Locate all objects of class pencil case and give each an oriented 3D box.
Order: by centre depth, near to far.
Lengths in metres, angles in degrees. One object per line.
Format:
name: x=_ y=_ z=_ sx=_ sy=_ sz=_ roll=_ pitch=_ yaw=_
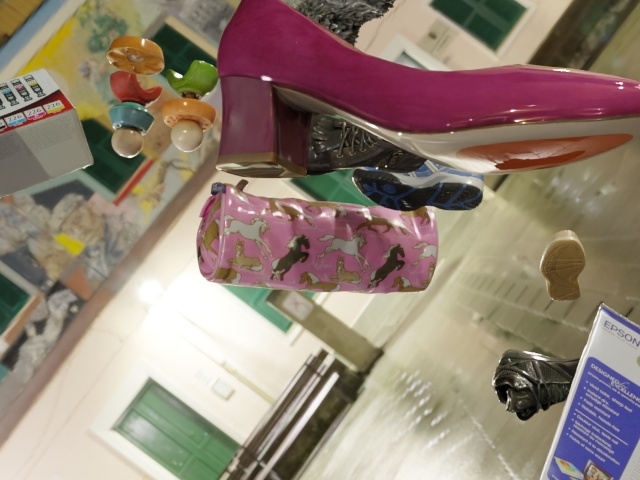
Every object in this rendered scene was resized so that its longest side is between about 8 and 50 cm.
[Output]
pencil case: x=0.000 y=0.000 z=1.149 sx=0.160 sy=0.386 sz=0.167 roll=-176 pitch=92 yaw=-71

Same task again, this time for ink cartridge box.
ink cartridge box: x=0.343 y=0.226 z=0.754 sx=0.069 sy=0.176 sz=0.371 roll=-33 pitch=-40 yaw=-28
ink cartridge box: x=-0.633 y=-0.199 z=1.344 sx=0.309 sy=0.272 sz=0.130 roll=-26 pitch=-46 yaw=-22

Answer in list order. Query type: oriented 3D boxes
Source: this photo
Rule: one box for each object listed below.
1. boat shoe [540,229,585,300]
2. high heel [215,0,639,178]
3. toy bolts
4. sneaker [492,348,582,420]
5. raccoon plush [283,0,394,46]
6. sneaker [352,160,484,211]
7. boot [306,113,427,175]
boat shoe: x=0.351 y=0.028 z=1.039 sx=0.170 sy=0.063 sz=0.059 roll=66 pitch=-154 yaw=-55
high heel: x=0.076 y=-0.150 z=0.577 sx=0.127 sy=0.377 sz=0.181 roll=25 pitch=-112 yaw=-66
toy bolts: x=-0.330 y=-0.249 z=1.327 sx=0.228 sy=0.218 sz=0.158 roll=-8 pitch=72 yaw=40
sneaker: x=0.394 y=0.253 z=1.198 sx=0.130 sy=0.227 sz=0.087 roll=-44 pitch=-52 yaw=-45
raccoon plush: x=0.064 y=-0.383 z=1.099 sx=0.446 sy=0.216 sz=0.299 roll=42 pitch=114 yaw=61
sneaker: x=0.153 y=-0.096 z=1.107 sx=0.080 sy=0.211 sz=0.081 roll=66 pitch=-142 yaw=-52
boot: x=0.064 y=-0.142 z=0.910 sx=0.229 sy=0.263 sz=0.091 roll=165 pitch=104 yaw=-80
